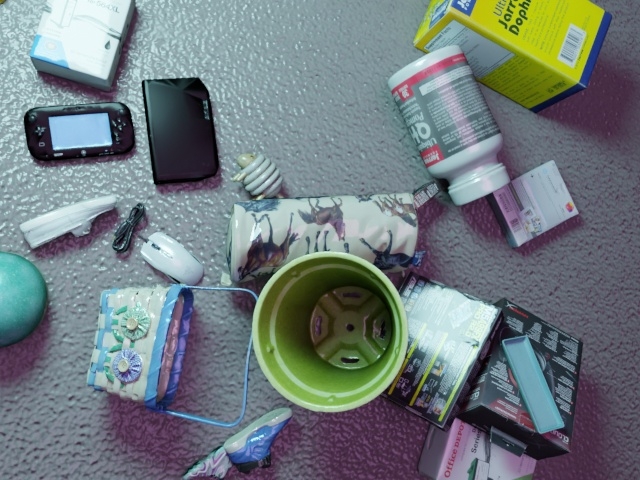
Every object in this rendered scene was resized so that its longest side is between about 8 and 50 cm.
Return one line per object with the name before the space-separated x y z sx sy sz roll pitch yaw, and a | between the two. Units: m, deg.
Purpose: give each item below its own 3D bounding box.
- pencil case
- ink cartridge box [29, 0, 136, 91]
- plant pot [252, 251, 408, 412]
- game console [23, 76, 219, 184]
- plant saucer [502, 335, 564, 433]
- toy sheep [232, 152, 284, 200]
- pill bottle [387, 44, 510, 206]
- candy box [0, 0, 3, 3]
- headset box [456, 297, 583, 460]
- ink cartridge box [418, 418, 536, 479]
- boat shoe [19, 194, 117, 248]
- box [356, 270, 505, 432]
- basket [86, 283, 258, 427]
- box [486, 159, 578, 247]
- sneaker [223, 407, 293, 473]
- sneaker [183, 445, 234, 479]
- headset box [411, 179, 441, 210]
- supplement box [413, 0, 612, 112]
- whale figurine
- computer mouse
pencil case | 0.000 0.000 1.288 0.411 0.160 0.183 -3 100 -15
ink cartridge box | -0.463 -0.419 1.246 0.148 0.086 0.203 15 82 -13
plant pot | 0.037 0.169 1.211 0.276 0.254 0.275 -1 83 11
game console | -0.393 -0.211 1.266 0.362 0.044 0.213 -8 86 -15
plant saucer | 0.422 0.287 1.269 0.067 0.018 0.191 -5 66 -26
toy sheep | -0.123 -0.128 1.310 0.091 0.091 0.132 -47 112 -14
pill bottle | 0.289 -0.244 1.381 0.176 0.176 0.318 -26 91 -16
candy box | -0.604 -0.577 1.255 0.105 0.027 0.206 42 76 -11
headset box | 0.420 0.304 1.338 0.218 0.110 0.293 29 55 -7
ink cartridge box | 0.344 0.464 1.368 0.220 0.092 0.160 21 79 -12
boat shoe | -0.477 -0.036 1.219 0.184 0.066 0.063 -23 105 -18
box | 0.224 0.224 1.315 0.216 0.060 0.270 22 76 29
basket | -0.269 0.205 1.175 0.289 0.201 0.254 7 82 -4
box | 0.500 -0.087 1.493 0.186 0.038 0.145 -27 92 -15
sneaker | -0.110 0.407 1.273 0.152 0.058 0.084 -29 98 -21
sneaker | -0.215 0.461 1.249 0.098 0.038 0.069 -32 92 -15
headset box | 0.218 -0.094 1.406 0.083 0.062 0.032 -39 94 -16
supplement box | 0.429 -0.475 1.431 0.357 0.194 0.195 25 79 -11
whale figurine | -0.634 0.096 1.121 0.272 0.141 0.216 12 82 -13
computer mouse | -0.317 0.019 1.264 0.193 0.042 0.106 36 76 -9
